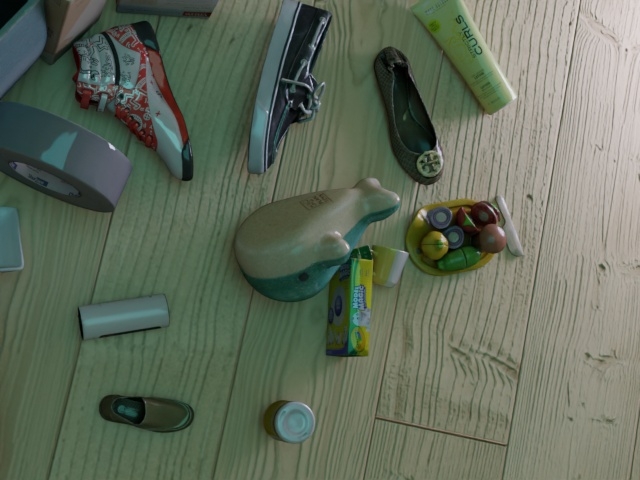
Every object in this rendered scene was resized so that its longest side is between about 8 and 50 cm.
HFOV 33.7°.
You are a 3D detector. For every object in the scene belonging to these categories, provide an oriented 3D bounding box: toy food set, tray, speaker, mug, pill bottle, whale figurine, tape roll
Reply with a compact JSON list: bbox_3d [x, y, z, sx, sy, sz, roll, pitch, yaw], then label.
[{"bbox_3d":[0.257,-0.013,1.823,0.218,0.071,0.128,-12,87,-19],"label":"toy food set"},{"bbox_3d":[-0.579,0.012,1.550,0.270,0.030,0.145,-4,42,-18],"label":"tray"},{"bbox_3d":[-0.306,0.118,1.638,0.136,0.055,0.055,-8,86,-19],"label":"speaker"},{"bbox_3d":[0.104,0.043,1.778,0.078,0.062,0.064,14,88,-3],"label":"mug"},{"bbox_3d":[-0.054,0.284,1.663,0.065,0.116,0.065,2,82,-18],"label":"pill bottle"},{"bbox_3d":[0.000,0.000,1.687,0.272,0.216,0.141,-28,121,-14],"label":"whale figurine"},{"bbox_3d":[-0.391,-0.120,1.555,0.219,0.219,0.072,24,76,-13],"label":"tape roll"}]

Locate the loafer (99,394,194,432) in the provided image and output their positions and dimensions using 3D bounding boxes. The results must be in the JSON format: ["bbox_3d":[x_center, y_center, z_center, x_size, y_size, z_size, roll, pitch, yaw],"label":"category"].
[{"bbox_3d":[-0.266,0.268,1.634,0.148,0.050,0.056,6,81,-16],"label":"loafer"}]

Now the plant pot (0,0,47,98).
[{"bbox_3d":[-0.540,-0.283,1.498,0.248,0.252,0.247,38,78,5],"label":"plant pot"}]

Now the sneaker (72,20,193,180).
[{"bbox_3d":[-0.302,-0.205,1.664,0.145,0.090,0.270,-17,85,-18],"label":"sneaker"}]

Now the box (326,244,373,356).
[{"bbox_3d":[0.048,0.099,1.725,0.043,0.105,0.179,8,80,-18],"label":"box"}]

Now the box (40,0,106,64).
[{"bbox_3d":[-0.392,-0.382,1.539,0.148,0.311,0.121,42,72,-8],"label":"box"}]

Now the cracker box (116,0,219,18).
[{"bbox_3d":[-0.227,-0.415,1.636,0.155,0.232,0.067,0,82,-18],"label":"cracker box"}]

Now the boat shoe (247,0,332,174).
[{"bbox_3d":[-0.047,-0.247,1.736,0.105,0.113,0.306,14,70,-1],"label":"boat shoe"}]

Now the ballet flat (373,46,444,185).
[{"bbox_3d":[0.155,-0.217,1.823,0.084,0.058,0.250,-17,88,-18],"label":"ballet flat"}]

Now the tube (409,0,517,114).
[{"bbox_3d":[0.258,-0.336,1.868,0.070,0.062,0.240,-34,95,-15],"label":"tube"}]
